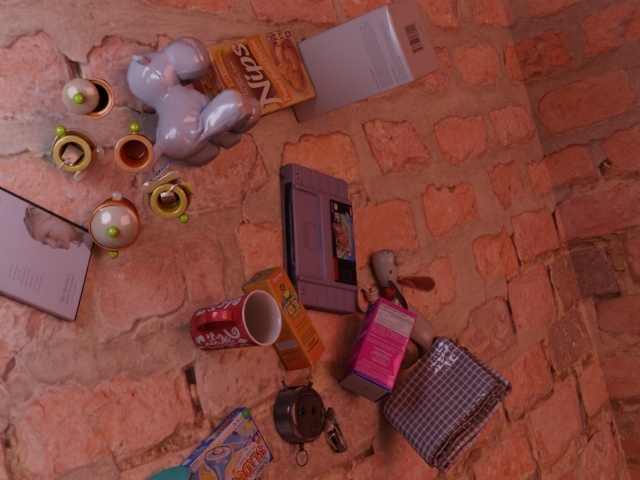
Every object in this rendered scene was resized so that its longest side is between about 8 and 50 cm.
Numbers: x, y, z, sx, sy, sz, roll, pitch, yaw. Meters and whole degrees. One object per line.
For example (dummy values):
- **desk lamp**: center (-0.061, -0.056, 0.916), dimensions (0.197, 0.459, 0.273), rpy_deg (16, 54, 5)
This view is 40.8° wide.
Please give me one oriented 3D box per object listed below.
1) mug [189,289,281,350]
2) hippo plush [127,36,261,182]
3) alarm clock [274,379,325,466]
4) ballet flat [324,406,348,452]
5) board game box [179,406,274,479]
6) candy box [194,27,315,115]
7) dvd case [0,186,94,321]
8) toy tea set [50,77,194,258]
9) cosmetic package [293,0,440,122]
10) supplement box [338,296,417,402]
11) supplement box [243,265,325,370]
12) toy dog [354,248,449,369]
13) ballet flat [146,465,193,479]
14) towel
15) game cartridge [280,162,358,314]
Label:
- **mug**: center (-0.190, 0.160, 1.760), dimensions (0.150, 0.169, 0.113), rpy_deg (44, 47, -33)
- **hippo plush**: center (-0.296, -0.284, 1.796), dimensions (0.294, 0.234, 0.236), rpy_deg (-32, 85, -9)
- **alarm clock**: center (-0.042, 0.415, 1.952), dimensions (0.129, 0.064, 0.192), rpy_deg (14, 71, -49)
- **ballet flat**: center (0.031, 0.455, 2.049), dimensions (0.041, 0.041, 0.114), rpy_deg (-27, 99, -52)
- **board game box**: center (-0.189, 0.457, 1.771), dimensions (0.201, 0.035, 0.136), rpy_deg (-42, 111, -49)
- **candy box**: center (-0.160, -0.384, 2.040), dimensions (0.316, 0.088, 0.182), rpy_deg (-30, 101, -50)
- **dvd case**: center (-0.519, 0.019, 1.515), dimensions (0.253, 0.022, 0.180), rpy_deg (32, 55, -42)
- **toy tea set**: center (-0.385, -0.132, 1.577), dimensions (0.336, 0.200, 0.124), rpy_deg (58, 3, -20)
- **cosmetic package**: center (0.083, -0.446, 2.144), dimensions (0.155, 0.366, 0.196), rpy_deg (-34, 107, -49)
- **supplement box**: center (0.144, 0.270, 2.136), dimensions (0.114, 0.111, 0.220), rpy_deg (28, 61, -5)
- **supplement box**: center (-0.081, 0.179, 1.966), dimensions (0.233, 0.080, 0.078), rpy_deg (61, 37, -14)
- **toy dog**: center (0.249, 0.188, 2.307), dimensions (0.333, 0.161, 0.220), rpy_deg (59, 40, -20)
- **ballet flat**: center (-0.325, 0.505, 1.564), dimensions (0.247, 0.083, 0.087), rpy_deg (-31, 127, -51)
- **towel**: center (0.313, 0.402, 2.165), dimensions (0.283, 0.235, 0.121), rpy_deg (-51, 128, 1)
- **game cartridge**: center (0.000, 0.000, 2.145), dimensions (0.230, 0.068, 0.355), rpy_deg (12, 69, -45)
